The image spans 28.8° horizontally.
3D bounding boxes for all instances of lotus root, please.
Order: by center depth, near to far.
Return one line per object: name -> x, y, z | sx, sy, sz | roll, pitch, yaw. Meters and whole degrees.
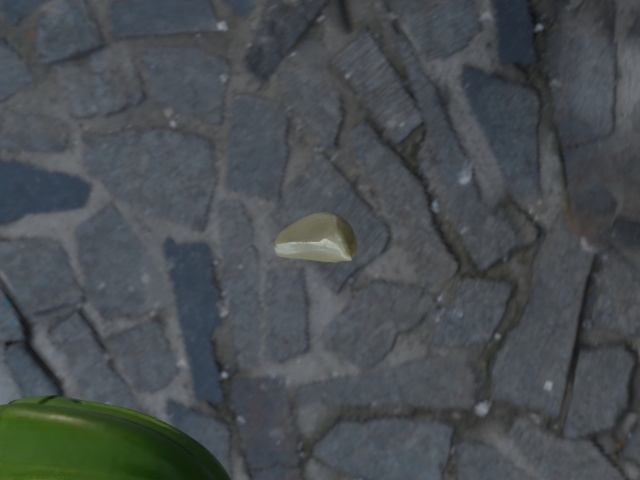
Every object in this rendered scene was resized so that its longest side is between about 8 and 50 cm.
lotus root -> -0.104, 0.171, 0.704 | 0.186, 0.186, 0.186 | 5, 109, 16

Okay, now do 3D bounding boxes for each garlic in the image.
garlic -> 0.000, 0.000, 1.116 | 0.083, 0.053, 0.041 | -1, 126, 29
